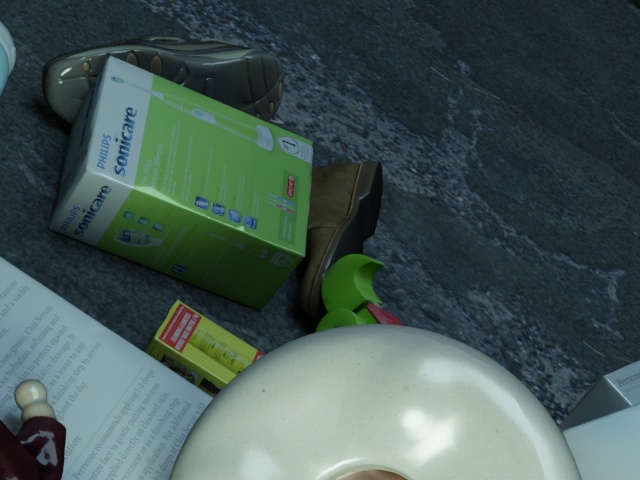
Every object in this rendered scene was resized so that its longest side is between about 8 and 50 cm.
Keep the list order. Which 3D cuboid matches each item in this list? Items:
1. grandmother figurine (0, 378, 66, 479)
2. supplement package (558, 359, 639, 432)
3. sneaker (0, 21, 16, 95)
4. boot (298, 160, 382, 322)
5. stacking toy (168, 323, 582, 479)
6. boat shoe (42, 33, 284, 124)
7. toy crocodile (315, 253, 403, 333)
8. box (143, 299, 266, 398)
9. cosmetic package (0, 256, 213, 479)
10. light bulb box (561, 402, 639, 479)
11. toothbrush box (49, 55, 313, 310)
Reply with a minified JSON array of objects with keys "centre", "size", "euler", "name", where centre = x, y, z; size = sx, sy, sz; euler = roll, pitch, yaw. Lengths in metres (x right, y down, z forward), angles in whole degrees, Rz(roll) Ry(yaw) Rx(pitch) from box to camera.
[{"centre":[-0.278,0.166,1.158],"size":[0.342,0.104,0.208],"euler":[51,42,7],"name":"grandmother figurine"},{"centre":[0.436,0.306,1.813],"size":[0.177,0.175,0.293],"euler":[-13,55,-49],"name":"supplement package"},{"centre":[-0.530,-0.258,1.723],"size":[0.365,0.135,0.150],"euler":[22,31,-18],"name":"sneaker"},{"centre":[0.000,0.000,1.929],"size":[0.115,0.112,0.305],"euler":[5,36,11],"name":"boot"},{"centre":[0.069,0.290,1.375],"size":[0.350,0.350,0.480],"euler":[45,-4,17],"name":"stacking toy"},{"centre":[-0.219,-0.207,1.976],"size":[0.355,0.132,0.130],"euler":[-2,21,-38],"name":"boat shoe"},{"centre":[0.085,0.163,1.723],"size":[0.115,0.105,0.341],"euler":[29,28,-45],"name":"toy crocodile"},{"centre":[-0.084,0.164,1.639],"size":[0.232,0.058,0.087],"euler":[32,33,-3],"name":"box"},{"centre":[-0.322,0.150,1.342],"size":[0.453,0.161,0.230],"euler":[34,33,-1],"name":"cosmetic package"},{"centre":[0.482,0.319,1.549],"size":[0.225,0.361,0.358],"euler":[59,10,-67],"name":"light bulb box"},{"centre":[-0.162,-0.069,1.795],"size":[0.283,0.122,0.206],"euler":[23,43,-20],"name":"toothbrush box"}]
